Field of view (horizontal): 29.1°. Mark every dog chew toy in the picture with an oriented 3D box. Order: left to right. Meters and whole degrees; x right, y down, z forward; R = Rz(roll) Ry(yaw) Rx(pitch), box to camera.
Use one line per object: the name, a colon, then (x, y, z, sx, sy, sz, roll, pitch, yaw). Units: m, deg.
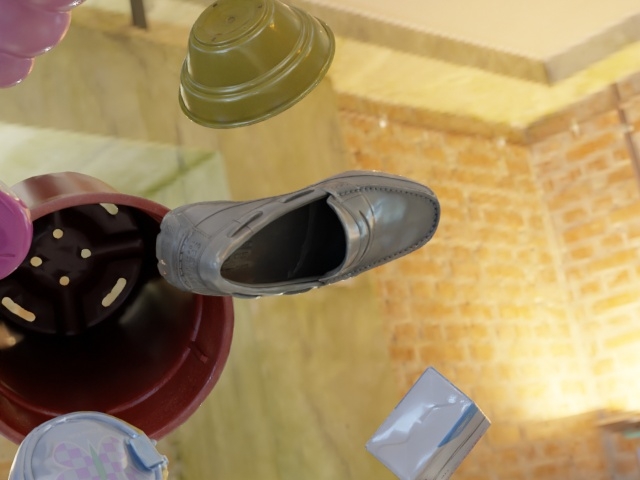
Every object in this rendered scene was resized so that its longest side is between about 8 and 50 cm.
dog chew toy: (-0.464, -0.378, 1.892, 0.206, 0.206, 0.332, 6, -56, -47)

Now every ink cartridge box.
ink cartridge box: (0.116, 0.201, 1.258, 0.104, 0.060, 0.180, -51, -22, -3)

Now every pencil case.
pencil case: (-0.213, 0.259, 0.991, 0.124, 0.113, 0.273, -30, -27, -51)

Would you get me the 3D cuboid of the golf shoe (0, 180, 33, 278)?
golf shoe: (-0.339, -0.047, 0.829, 0.306, 0.115, 0.140, 13, 17, -5)

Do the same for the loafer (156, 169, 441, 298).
loafer: (0.000, 0.000, 1.167, 0.319, 0.112, 0.111, -13, 23, -36)

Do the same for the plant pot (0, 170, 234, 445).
plant pot: (-0.257, 0.052, 1.296, 0.272, 0.272, 0.265, -6, 17, -19)

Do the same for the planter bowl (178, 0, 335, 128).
planter bowl: (-0.097, -0.247, 1.542, 0.217, 0.217, 0.090, -15, -46, 14)
